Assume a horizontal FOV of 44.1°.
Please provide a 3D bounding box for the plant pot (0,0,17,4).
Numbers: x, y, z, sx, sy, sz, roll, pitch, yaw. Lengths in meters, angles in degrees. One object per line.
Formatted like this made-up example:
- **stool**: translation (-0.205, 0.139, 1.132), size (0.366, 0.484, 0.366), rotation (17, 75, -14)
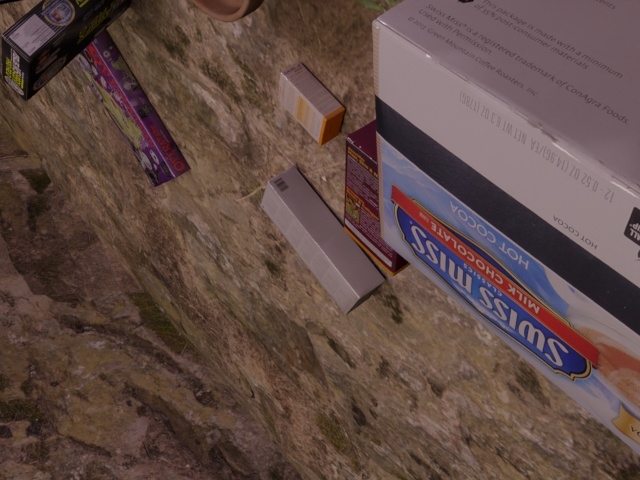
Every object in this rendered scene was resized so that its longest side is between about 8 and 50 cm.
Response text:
- **plant pot**: translation (-0.583, -0.563, 1.549), size (0.188, 0.187, 0.166), rotation (17, 124, 57)

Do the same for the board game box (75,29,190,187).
- **board game box**: translation (-0.426, -0.287, 1.777), size (0.346, 0.056, 0.208), rotation (60, 154, -10)

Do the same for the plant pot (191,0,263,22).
- **plant pot**: translation (-0.110, -0.382, 0.906), size (0.237, 0.110, 0.237), rotation (45, 156, 27)

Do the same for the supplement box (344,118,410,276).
- **supplement box**: translation (0.092, -0.057, 0.989), size (0.104, 0.081, 0.188), rotation (44, 156, 26)

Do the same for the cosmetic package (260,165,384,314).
- **cosmetic package**: translation (0.000, 0.000, 1.284), size (0.239, 0.060, 0.099), rotation (52, 156, 9)

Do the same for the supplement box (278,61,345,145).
- **supplement box**: translation (-0.014, -0.187, 1.080), size (0.098, 0.036, 0.062), rotation (49, 157, 16)

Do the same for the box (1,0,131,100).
- **box**: translation (-0.419, -0.372, 1.334), size (0.060, 0.270, 0.216), rotation (44, 159, -11)

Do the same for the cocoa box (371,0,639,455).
- **cocoa box**: translation (0.230, -0.033, 0.535), size (0.347, 0.231, 0.228), rotation (42, 155, 31)
